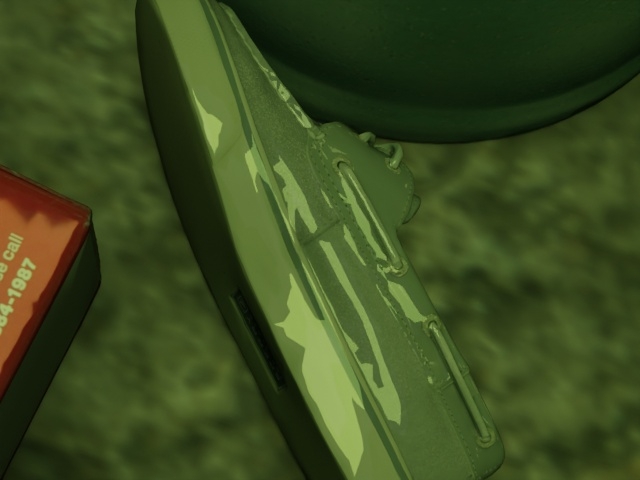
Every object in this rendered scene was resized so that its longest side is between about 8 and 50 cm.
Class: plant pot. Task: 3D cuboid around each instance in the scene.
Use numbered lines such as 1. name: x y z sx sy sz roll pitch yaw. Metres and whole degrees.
1. plant pot: 0.059 -0.204 0.461 0.293 0.196 0.293 2 77 -8

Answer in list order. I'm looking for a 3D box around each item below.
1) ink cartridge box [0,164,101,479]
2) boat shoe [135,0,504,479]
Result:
1. ink cartridge box: -0.238 0.029 0.402 0.273 0.114 0.197 26 75 -2
2. boat shoe: 0.001 0.000 0.469 0.081 0.079 0.227 -23 87 -20
